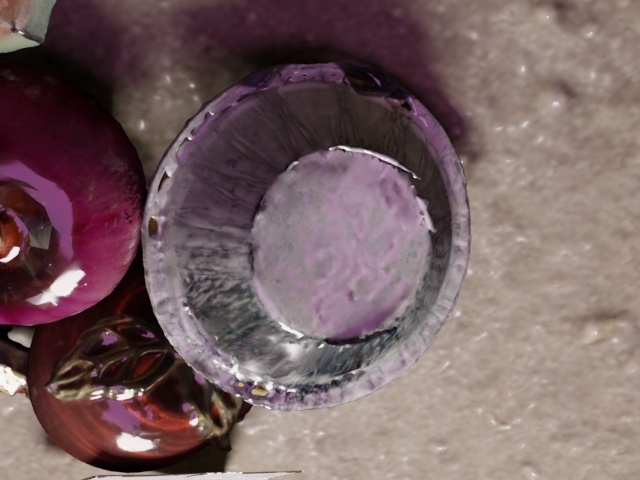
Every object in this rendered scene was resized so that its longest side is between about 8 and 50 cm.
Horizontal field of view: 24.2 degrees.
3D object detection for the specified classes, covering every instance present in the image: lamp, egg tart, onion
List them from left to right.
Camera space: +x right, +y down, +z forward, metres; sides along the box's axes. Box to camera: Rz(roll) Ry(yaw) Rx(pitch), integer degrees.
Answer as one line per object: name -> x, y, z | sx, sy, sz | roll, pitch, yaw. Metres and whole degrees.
onion -> -0.200, -0.026, 0.964 | 0.177, 0.153, 0.177 | -3, 142, -2
lamp -> -0.159, 0.095, 1.065 | 0.215, 0.151, 0.223 | 36, 122, -22
egg tart -> 0.000, 0.000, 0.969 | 0.234, 0.094, 0.234 | -3, 98, -20

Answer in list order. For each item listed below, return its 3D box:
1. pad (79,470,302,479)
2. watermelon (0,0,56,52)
pad -> -0.118, 0.182, 1.127 | 0.156, 0.004, 0.232 | 2, 168, -20
watermelon -> -0.267, -0.192, 0.815 | 0.260, 0.176, 0.256 | -4, 124, 25
